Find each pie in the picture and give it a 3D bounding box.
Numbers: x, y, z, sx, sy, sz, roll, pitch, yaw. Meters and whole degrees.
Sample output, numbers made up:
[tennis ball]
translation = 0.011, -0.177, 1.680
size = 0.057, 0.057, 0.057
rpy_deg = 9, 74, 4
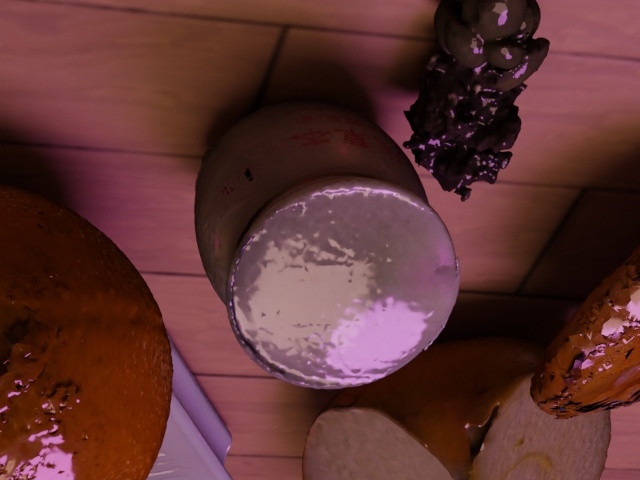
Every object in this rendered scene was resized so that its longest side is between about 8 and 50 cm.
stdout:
[pie]
translation = 0.257, 0.050, 1.275
size = 0.273, 0.069, 0.273
rpy_deg = -24, 157, -11

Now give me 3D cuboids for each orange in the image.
[orange]
translation = -0.226, 0.089, 1.137
size = 0.274, 0.274, 0.274
rpy_deg = -4, 147, -3

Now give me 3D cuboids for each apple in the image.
[apple]
translation = 0.113, 0.209, 1.443
size = 0.254, 0.179, 0.346
rpy_deg = -2, 132, 3

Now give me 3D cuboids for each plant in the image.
[plant]
translation = 0.095, -0.100, 1.075
size = 0.087, 0.085, 0.174
rpy_deg = -21, 147, -22

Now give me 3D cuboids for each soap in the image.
[soap]
translation = -0.148, 0.153, 1.430
size = 0.119, 0.066, 0.198
rpy_deg = -10, 147, 10

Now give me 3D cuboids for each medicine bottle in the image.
[medicine bottle]
translation = 0.000, 0.000, 1.105
size = 0.147, 0.143, 0.147
rpy_deg = -6, 117, -12

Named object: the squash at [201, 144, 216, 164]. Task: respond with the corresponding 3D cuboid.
[squash]
translation = -0.037, -0.049, 1.169
size = 0.083, 0.027, 0.027
rpy_deg = 7, 145, -18
